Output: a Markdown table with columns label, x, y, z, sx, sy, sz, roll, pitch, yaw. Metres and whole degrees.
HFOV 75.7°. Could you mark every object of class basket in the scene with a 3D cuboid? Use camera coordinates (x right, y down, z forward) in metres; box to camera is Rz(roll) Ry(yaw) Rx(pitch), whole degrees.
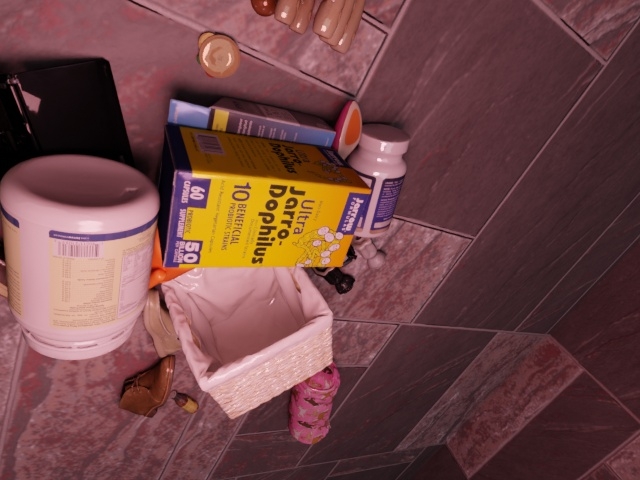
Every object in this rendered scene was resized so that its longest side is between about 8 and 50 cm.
| label | x | y | z | sx | sy | sz | roll | pitch | yaw |
| --- | --- | --- | --- | --- | --- | --- | --- | --- | --- |
| basket | -0.172 | 0.210 | 1.057 | 0.332 | 0.328 | 0.266 | -26 | 142 | -15 |

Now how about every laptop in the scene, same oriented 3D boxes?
| label | x | y | z | sx | sy | sz | roll | pitch | yaw |
| --- | --- | --- | --- | --- | --- | --- | --- | --- | --- |
| laptop | -0.526 | -0.211 | 0.767 | 0.265 | 0.136 | 0.234 | 4 | 127 | 1 |

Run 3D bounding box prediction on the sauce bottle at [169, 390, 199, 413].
| label | x | y | z | sx | sy | sz | roll | pitch | yaw |
| --- | --- | --- | --- | --- | --- | --- | --- | --- | --- |
| sauce bottle | -0.459 | 0.542 | 1.386 | 0.042 | 0.042 | 0.128 | -29 | 134 | -3 |

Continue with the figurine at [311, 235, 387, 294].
| label | x | y | z | sx | sy | sz | roll | pitch | yaw |
| --- | --- | --- | --- | --- | --- | --- | --- | --- | --- |
| figurine | 0.102 | 0.069 | 1.274 | 0.215 | 0.092 | 0.209 | -37 | 141 | 3 |

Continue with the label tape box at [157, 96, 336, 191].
| label | x | y | z | sx | sy | sz | roll | pitch | yaw |
| --- | --- | --- | --- | --- | --- | --- | --- | --- | --- |
| label tape box | -0.171 | -0.174 | 0.914 | 0.348 | 0.115 | 0.248 | 4 | 123 | -27 |

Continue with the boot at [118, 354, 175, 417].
| label | x | y | z | sx | sy | sz | roll | pitch | yaw |
| --- | --- | --- | --- | --- | --- | --- | --- | --- | --- |
| boot | -0.512 | 0.433 | 1.214 | 0.115 | 0.112 | 0.305 | 21 | 126 | -25 |

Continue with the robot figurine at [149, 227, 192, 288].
| label | x | y | z | sx | sy | sz | roll | pitch | yaw |
| --- | --- | --- | --- | --- | --- | --- | --- | --- | --- |
| robot figurine | -0.344 | 0.023 | 0.931 | 0.220 | 0.157 | 0.128 | -24 | 165 | 39 |

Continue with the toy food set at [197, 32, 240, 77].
| label | x | y | z | sx | sy | sz | roll | pitch | yaw |
| --- | --- | --- | --- | --- | --- | --- | --- | --- | --- |
| toy food set | -0.199 | -0.360 | 0.809 | 0.084 | 0.020 | 0.082 | -3 | 127 | -25 |

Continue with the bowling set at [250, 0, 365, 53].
| label | x | y | z | sx | sy | sz | roll | pitch | yaw |
| --- | --- | --- | --- | --- | --- | --- | --- | --- | --- |
| bowling set | -0.019 | -0.453 | 0.728 | 0.200 | 0.287 | 0.154 | 23 | 110 | -2 |

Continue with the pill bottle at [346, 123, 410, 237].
| label | x | y | z | sx | sy | sz | roll | pitch | yaw |
| --- | --- | --- | --- | --- | --- | --- | --- | --- | --- |
| pill bottle | 0.133 | -0.152 | 1.055 | 0.153 | 0.153 | 0.264 | -6 | 128 | -23 |

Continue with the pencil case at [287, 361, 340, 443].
| label | x | y | z | sx | sy | sz | roll | pitch | yaw |
| --- | --- | --- | --- | --- | --- | --- | --- | --- | --- |
| pencil case | -0.029 | 0.620 | 1.590 | 0.167 | 0.160 | 0.385 | -14 | 131 | -28 |

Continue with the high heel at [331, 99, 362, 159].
| label | x | y | z | sx | sy | sz | roll | pitch | yaw |
| --- | --- | --- | --- | --- | --- | --- | --- | --- | --- |
| high heel | 0.024 | -0.221 | 0.983 | 0.082 | 0.117 | 0.243 | -27 | 137 | -40 |

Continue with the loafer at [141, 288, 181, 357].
| label | x | y | z | sx | sy | sz | roll | pitch | yaw |
| --- | --- | --- | --- | --- | --- | --- | --- | --- | --- |
| loafer | -0.420 | 0.214 | 1.111 | 0.092 | 0.101 | 0.268 | -14 | 140 | -18 |

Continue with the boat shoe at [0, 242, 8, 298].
| label | x | y | z | sx | sy | sz | roll | pitch | yaw |
| --- | --- | --- | --- | --- | --- | --- | --- | --- | --- |
| boat shoe | -0.603 | 0.075 | 0.897 | 0.123 | 0.123 | 0.341 | -41 | 135 | -11 |

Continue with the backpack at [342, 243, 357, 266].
| label | x | y | z | sx | sy | sz | roll | pitch | yaw |
| --- | --- | --- | --- | --- | --- | --- | --- | --- | --- |
| backpack | 0.000 | 0.000 | 1.093 | 0.115 | 0.151 | 0.182 | -41 | 150 | 13 |

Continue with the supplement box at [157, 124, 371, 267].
| label | x | y | z | sx | sy | sz | roll | pitch | yaw |
| --- | --- | --- | --- | --- | --- | --- | --- | --- | --- |
| supplement box | -0.119 | -0.077 | 0.806 | 0.357 | 0.195 | 0.194 | 1 | 125 | -27 |

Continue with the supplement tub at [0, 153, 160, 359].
| label | x | y | z | sx | sy | sz | roll | pitch | yaw |
| --- | --- | --- | --- | --- | --- | --- | --- | --- | --- |
| supplement tub | -0.434 | 0.033 | 0.756 | 0.236 | 0.235 | 0.324 | 3 | 123 | -29 |
